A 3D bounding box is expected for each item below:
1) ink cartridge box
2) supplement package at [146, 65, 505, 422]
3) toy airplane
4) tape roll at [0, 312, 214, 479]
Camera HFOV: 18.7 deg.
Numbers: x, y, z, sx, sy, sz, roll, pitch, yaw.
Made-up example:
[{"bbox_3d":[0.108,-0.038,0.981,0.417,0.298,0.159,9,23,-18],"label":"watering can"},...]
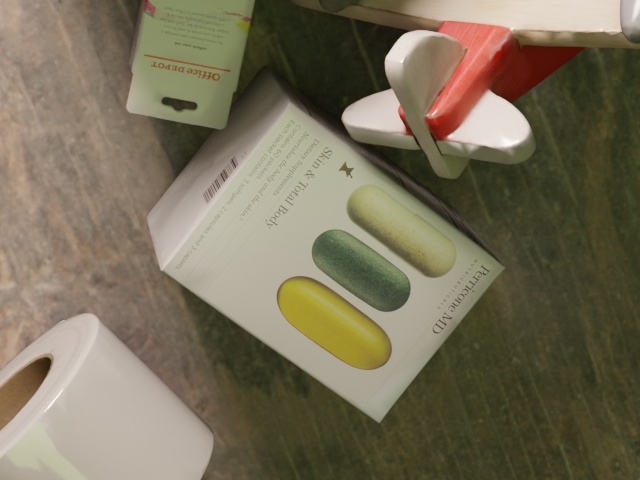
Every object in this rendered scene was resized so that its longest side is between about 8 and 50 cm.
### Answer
[{"bbox_3d":[-0.124,-0.207,1.874,0.104,0.061,0.181,10,103,-12],"label":"ink cartridge box"},{"bbox_3d":[0.000,0.000,1.880,0.263,0.198,0.199,36,97,-16],"label":"supplement package"},{"bbox_3d":[0.167,-0.236,1.743,0.386,0.384,0.272,-12,118,-3],"label":"toy airplane"},{"bbox_3d":[-0.247,0.213,1.880,0.246,0.246,0.169,-43,108,5],"label":"tape roll"}]
